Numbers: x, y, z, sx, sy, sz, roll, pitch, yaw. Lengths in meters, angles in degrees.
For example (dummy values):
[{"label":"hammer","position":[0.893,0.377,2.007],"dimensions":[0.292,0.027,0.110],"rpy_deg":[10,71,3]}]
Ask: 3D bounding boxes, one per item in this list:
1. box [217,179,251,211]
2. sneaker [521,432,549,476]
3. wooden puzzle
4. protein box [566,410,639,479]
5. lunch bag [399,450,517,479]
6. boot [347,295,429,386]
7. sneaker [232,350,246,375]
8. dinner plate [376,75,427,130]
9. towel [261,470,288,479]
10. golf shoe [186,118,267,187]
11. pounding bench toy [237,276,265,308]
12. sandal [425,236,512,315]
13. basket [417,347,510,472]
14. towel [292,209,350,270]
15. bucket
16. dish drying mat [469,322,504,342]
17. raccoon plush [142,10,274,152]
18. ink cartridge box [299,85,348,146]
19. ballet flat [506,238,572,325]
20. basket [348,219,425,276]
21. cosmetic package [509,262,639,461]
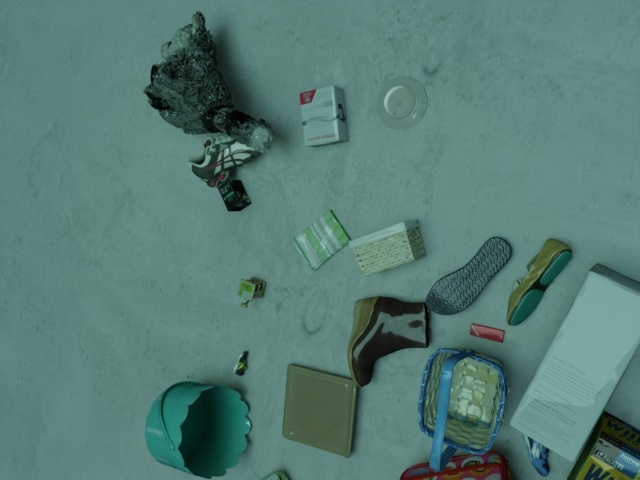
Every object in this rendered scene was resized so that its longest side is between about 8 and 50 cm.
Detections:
[{"label":"box","position":[-0.258,-0.135,1.867],"dimensions":[0.052,0.062,0.083],"rpy_deg":[-31,78,26]},{"label":"sneaker","position":[0.526,0.491,1.491],"dimensions":[0.059,0.053,0.144],"rpy_deg":[-20,84,25]},{"label":"wooden puzzle","position":[-0.002,0.480,1.776],"dimensions":[0.238,0.044,0.221],"rpy_deg":[9,97,32]},{"label":"protein box","position":[0.631,0.515,1.353],"dimensions":[0.135,0.199,0.201],"rpy_deg":[27,104,23]},{"label":"lunch bag","position":[0.328,0.622,1.495],"dimensions":[0.293,0.258,0.120],"rpy_deg":[-22,113,26]},{"label":"boot","position":[0.180,0.273,1.639],"dimensions":[0.206,0.090,0.249],"rpy_deg":[2,90,30]},{"label":"sneaker","position":[-0.237,0.376,1.900],"dimensions":[0.035,0.031,0.083],"rpy_deg":[27,109,10]},{"label":"dinner plate","position":[0.211,-0.361,1.639],"dimensions":[0.141,0.017,0.141],"rpy_deg":[2,94,29]},{"label":"towel","position":[-0.136,0.914,1.839],"dimensions":[0.320,0.090,0.375],"rpy_deg":[-39,75,20]},{"label":"golf shoe","position":[-0.271,-0.266,1.822],"dimensions":[0.272,0.120,0.105],"rpy_deg":[-40,41,21]},{"label":"pounding bench toy","position":[-0.207,0.157,1.851],"dimensions":[0.052,0.065,0.083],"rpy_deg":[20,101,24]},{"label":"sandal","position":[0.375,0.096,1.559],"dimensions":[0.254,0.054,0.097],"rpy_deg":[-42,81,13]},{"label":"basket","position":[0.326,0.370,1.455],"dimensions":[0.200,0.288,0.255],"rpy_deg":[13,101,32]},{"label":"towel","position":[0.000,0.000,1.760],"dimensions":[0.152,0.023,0.113],"rpy_deg":[-39,75,23]},{"label":"bucket","position":[-0.366,0.552,1.840],"dimensions":[0.183,0.281,0.282],"rpy_deg":[-4,90,36]},{"label":"dish drying mat","position":[0.417,0.231,1.561],"dimensions":[0.083,0.008,0.032],"rpy_deg":[11,96,27]},{"label":"raccoon plush","position":[-0.282,-0.446,1.793],"dimensions":[0.446,0.216,0.299],"rpy_deg":[30,68,-1]},{"label":"ink cartridge box","position":[0.009,-0.338,1.718],"dimensions":[0.109,0.063,0.151],"rpy_deg":[-6,90,27]},{"label":"ballet flat","position":[0.506,0.098,1.484],"dimensions":[0.232,0.080,0.073],"rpy_deg":[-57,41,15]},{"label":"basket","position":[0.178,0.021,1.619],"dimensions":[0.167,0.113,0.103],"rpy_deg":[-21,85,27]},{"label":"cosmetic package","position":[0.580,0.256,1.363],"dimensions":[0.156,0.217,0.385],"rpy_deg":[27,102,24]}]
